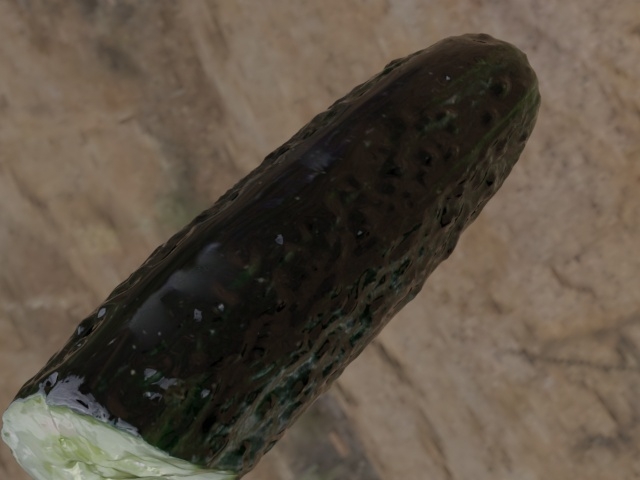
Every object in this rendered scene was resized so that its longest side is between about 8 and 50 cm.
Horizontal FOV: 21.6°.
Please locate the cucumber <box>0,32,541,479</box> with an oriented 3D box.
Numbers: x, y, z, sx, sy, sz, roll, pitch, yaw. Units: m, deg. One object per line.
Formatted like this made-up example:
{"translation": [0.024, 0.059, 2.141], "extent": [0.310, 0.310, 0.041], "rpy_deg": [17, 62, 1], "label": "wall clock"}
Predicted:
{"translation": [0.000, 0.001, 0.565], "extent": [0.074, 0.241, 0.074], "rpy_deg": [30, 145, 24], "label": "cucumber"}
